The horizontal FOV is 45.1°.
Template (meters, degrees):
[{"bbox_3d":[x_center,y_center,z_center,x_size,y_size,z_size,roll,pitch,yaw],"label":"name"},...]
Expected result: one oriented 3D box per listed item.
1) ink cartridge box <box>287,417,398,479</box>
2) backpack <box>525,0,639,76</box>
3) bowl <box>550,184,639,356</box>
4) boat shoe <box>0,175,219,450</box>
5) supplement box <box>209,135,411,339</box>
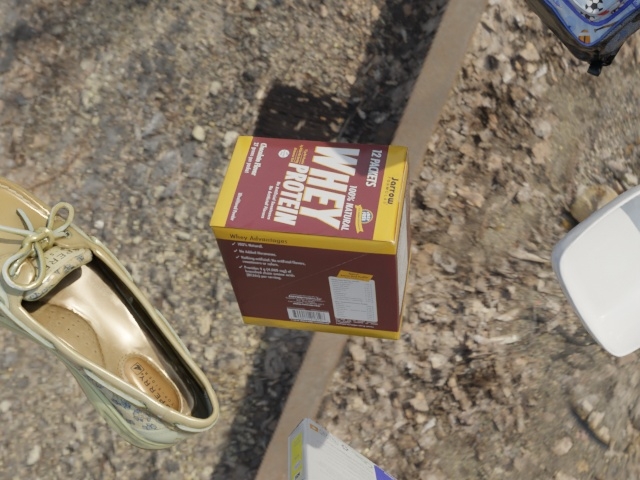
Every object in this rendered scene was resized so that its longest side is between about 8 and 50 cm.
[{"bbox_3d":[0.080,0.456,1.256,0.303,0.307,0.072,38,101,-9],"label":"ink cartridge box"},{"bbox_3d":[0.478,-0.468,1.279,0.263,0.213,0.276,-38,79,7],"label":"backpack"},{"bbox_3d":[0.297,0.024,0.753,0.142,0.053,0.142,-36,109,-3],"label":"bowl"},{"bbox_3d":[-0.190,0.049,0.621,0.285,0.104,0.089,46,143,-11],"label":"boat shoe"},{"bbox_3d":[0.000,0.000,0.867,0.191,0.194,0.129,5,54,10],"label":"supplement box"}]
